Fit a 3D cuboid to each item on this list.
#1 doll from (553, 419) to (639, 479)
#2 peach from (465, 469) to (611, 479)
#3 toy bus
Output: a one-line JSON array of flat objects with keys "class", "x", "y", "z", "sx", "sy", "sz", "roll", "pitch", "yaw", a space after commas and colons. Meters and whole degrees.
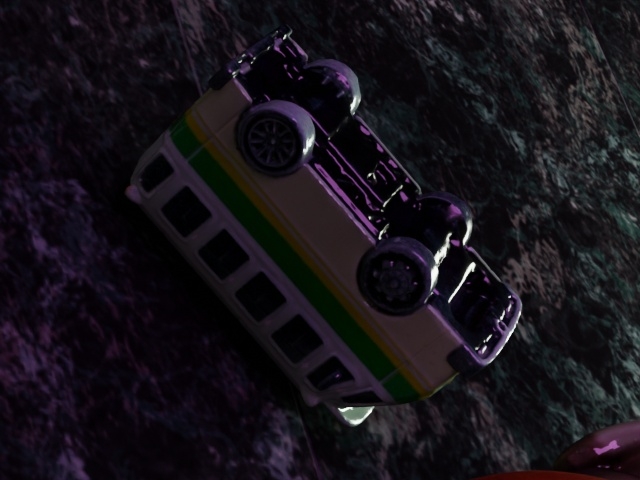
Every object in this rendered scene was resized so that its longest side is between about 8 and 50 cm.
[{"class": "doll", "x": 0.257, "y": 0.235, "z": 1.390, "sx": 0.370, "sy": 0.215, "sz": 0.226, "roll": -2, "pitch": 76, "yaw": -53}, {"class": "peach", "x": 0.150, "y": 0.309, "z": 1.019, "sx": 0.388, "sy": 0.388, "sz": 0.388, "roll": 31, "pitch": 39, "yaw": -28}, {"class": "toy bus", "x": 0.000, "y": 0.000, "z": 1.349, "sx": 0.276, "sy": 0.164, "sz": 0.133, "roll": 50, "pitch": 28, "yaw": -3}]
